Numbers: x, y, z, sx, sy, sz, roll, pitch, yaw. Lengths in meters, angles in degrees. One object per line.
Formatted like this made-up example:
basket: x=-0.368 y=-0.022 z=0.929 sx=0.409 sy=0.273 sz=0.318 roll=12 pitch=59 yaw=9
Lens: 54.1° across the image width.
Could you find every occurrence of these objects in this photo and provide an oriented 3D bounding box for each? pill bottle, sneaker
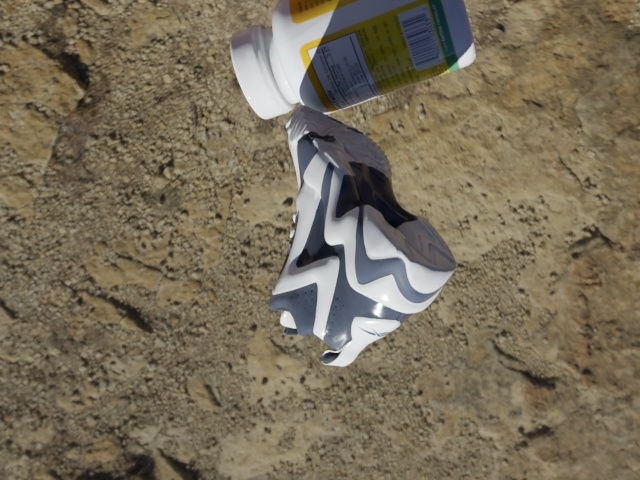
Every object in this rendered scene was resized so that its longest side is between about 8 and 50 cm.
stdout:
pill bottle: x=0.028 y=-0.187 z=0.584 sx=0.209 sy=0.117 sz=0.117 roll=-17 pitch=112 yaw=15
sneaker: x=0.000 y=0.000 z=0.516 sx=0.094 sy=0.235 sz=0.153 roll=12 pitch=124 yaw=-41
